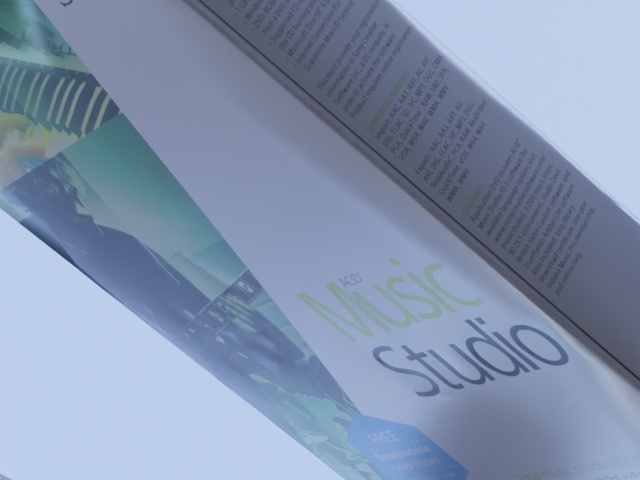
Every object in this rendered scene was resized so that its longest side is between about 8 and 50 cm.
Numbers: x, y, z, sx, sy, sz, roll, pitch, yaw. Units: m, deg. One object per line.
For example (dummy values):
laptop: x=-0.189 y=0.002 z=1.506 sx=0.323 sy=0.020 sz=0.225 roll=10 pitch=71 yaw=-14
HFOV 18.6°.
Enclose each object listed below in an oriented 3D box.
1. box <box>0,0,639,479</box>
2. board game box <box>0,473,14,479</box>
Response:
box: x=0.000 y=0.000 z=0.729 sx=0.322 sy=0.058 sz=0.232 roll=41 pitch=-28 yaw=-15
board game box: x=-0.268 y=0.162 z=1.189 sx=0.103 sy=0.154 sz=0.026 roll=27 pitch=-66 yaw=9
